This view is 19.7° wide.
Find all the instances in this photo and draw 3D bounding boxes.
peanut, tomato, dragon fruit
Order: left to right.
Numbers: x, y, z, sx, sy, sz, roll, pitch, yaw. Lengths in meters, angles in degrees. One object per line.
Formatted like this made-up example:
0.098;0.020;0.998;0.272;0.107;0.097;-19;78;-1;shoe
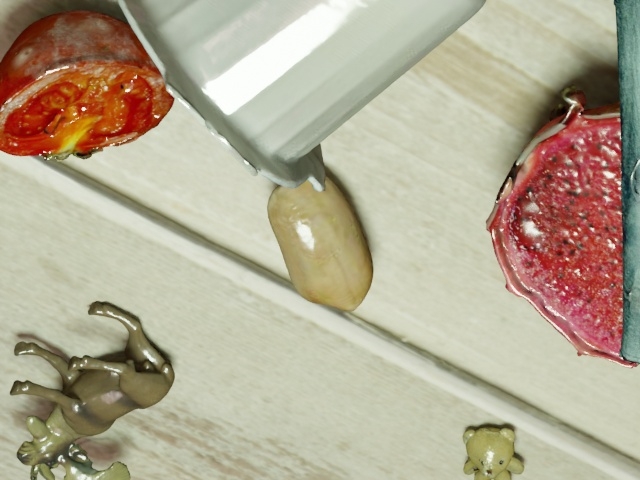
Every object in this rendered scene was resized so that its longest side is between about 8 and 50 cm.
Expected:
-0.205;-0.136;1.525;0.159;0.091;0.139;-3;149;-26;tomato
0.000;0.000;1.630;0.076;0.076;0.152;-11;125;18;peanut
0.229;-0.044;1.530;0.161;0.126;0.274;14;128;9;dragon fruit

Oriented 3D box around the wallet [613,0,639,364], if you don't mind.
0.314;-0.048;1.383;0.191;0.046;0.379;6;127;19;wallet

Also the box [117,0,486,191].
-0.015;-0.211;1.363;0.206;0.291;0.262;-33;163;16;box

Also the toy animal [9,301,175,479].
-0.231;0.174;1.815;0.214;0.093;0.186;-26;133;19;toy animal

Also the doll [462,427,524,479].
0.173;0.218;1.840;0.062;0.051;0.093;-1;162;8;doll
